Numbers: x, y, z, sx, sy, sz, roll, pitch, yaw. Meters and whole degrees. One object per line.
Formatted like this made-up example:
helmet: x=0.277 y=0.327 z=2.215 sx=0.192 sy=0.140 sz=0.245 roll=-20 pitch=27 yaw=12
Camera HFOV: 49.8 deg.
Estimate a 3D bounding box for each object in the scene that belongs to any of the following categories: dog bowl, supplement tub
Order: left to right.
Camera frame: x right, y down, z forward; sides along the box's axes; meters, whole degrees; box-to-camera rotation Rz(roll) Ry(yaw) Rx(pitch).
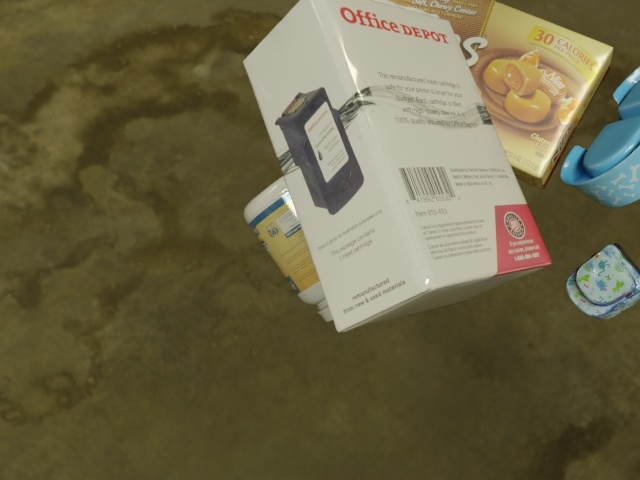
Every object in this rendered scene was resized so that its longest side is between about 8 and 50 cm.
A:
supplement tub: x=0.000 y=0.000 z=0.982 sx=0.144 sy=0.144 sz=0.200 roll=-34 pitch=89 yaw=-26
dog bowl: x=0.480 y=-0.169 z=1.009 sx=0.074 sy=0.166 sz=0.297 roll=42 pitch=76 yaw=-12

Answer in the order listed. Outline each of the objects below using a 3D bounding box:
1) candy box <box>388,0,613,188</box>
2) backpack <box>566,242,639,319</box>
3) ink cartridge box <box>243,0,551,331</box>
candy box: x=0.196 y=-0.222 z=0.923 sx=0.316 sy=0.087 sz=0.183 roll=30 pitch=93 yaw=21
backpack: x=0.480 y=0.074 z=1.169 sx=0.084 sy=0.114 sz=0.105 roll=12 pitch=41 yaw=-48
ink cartridge box: x=0.062 y=-0.065 z=0.554 sx=0.172 sy=0.100 sz=0.237 roll=-6 pitch=71 yaw=-45
